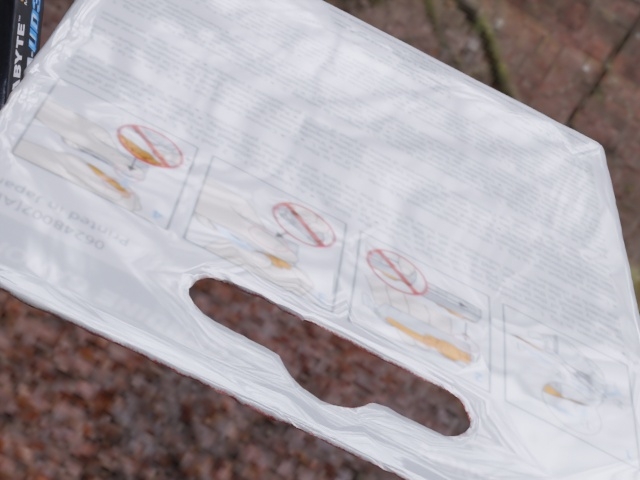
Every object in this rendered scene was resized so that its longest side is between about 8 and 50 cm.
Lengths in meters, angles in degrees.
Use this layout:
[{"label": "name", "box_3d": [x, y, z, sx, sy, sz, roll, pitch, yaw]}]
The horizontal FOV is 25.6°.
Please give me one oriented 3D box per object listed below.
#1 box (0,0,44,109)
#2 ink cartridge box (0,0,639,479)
[{"label": "box", "box_3d": [-0.264, -0.170, 0.893, 0.175, 0.220, 0.051, 7, 4, 10]}, {"label": "ink cartridge box", "box_3d": [0.000, 0.000, 0.665, 0.308, 0.091, 0.385, 27, 29, -9]}]
